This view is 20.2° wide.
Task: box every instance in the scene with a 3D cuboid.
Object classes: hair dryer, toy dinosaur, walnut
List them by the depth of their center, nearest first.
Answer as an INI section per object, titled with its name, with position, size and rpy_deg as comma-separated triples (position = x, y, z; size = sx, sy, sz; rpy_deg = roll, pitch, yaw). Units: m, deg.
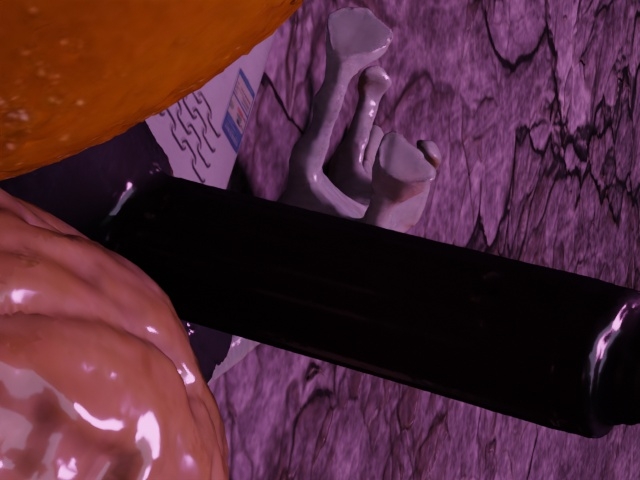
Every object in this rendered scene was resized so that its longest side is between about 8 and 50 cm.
[walnut]
position = -0.126, 0.077, 0.572
size = 0.245, 0.198, 0.198
rpy_deg = 67, 35, -56
[hair dryer]
position = 0.000, 0.030, 0.666
size = 0.107, 0.352, 0.189
rpy_deg = -58, 148, -28
[toy dinosaur]
position = 0.000, 0.000, 0.965
size = 0.393, 0.092, 0.205
rpy_deg = -65, 178, -47

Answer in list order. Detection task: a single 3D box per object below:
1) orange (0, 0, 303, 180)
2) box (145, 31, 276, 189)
[orange]
position = -0.113, -0.141, 0.462
size = 0.274, 0.274, 0.274
rpy_deg = 4, 90, -68
[box]
position = -0.091, -0.137, 0.812
size = 0.270, 0.045, 0.211
rpy_deg = 59, 41, -55
